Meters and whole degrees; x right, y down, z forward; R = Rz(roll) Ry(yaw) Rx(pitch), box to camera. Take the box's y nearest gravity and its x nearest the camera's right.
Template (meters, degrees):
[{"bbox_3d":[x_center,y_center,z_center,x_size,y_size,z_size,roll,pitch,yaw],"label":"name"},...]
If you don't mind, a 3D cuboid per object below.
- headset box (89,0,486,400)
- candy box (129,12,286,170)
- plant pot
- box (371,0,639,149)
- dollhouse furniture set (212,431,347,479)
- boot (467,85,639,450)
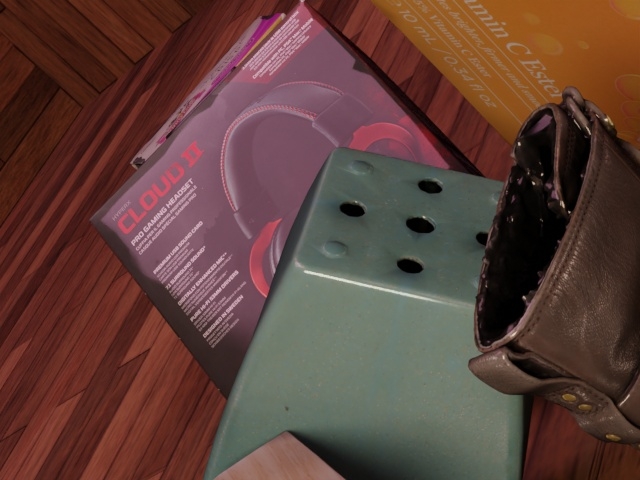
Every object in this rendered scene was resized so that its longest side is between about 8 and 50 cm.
[{"bbox_3d":[0.000,0.000,1.088,0.218,0.110,0.293,-44,60,8],"label":"headset box"},{"bbox_3d":[-0.007,-0.040,1.257,0.159,0.233,0.071,-50,17,-8],"label":"candy box"},{"bbox_3d":[0.031,0.084,0.826,0.166,0.165,0.234,-71,-8,-52],"label":"plant pot"},{"bbox_3d":[0.215,-0.156,0.815,0.345,0.215,0.168,3,62,45],"label":"box"},{"bbox_3d":[-0.057,0.265,0.640,0.303,0.198,0.286,-34,15,-11],"label":"dollhouse furniture set"},{"bbox_3d":[0.175,0.016,0.706,0.091,0.229,0.263,-31,23,42],"label":"boot"}]
